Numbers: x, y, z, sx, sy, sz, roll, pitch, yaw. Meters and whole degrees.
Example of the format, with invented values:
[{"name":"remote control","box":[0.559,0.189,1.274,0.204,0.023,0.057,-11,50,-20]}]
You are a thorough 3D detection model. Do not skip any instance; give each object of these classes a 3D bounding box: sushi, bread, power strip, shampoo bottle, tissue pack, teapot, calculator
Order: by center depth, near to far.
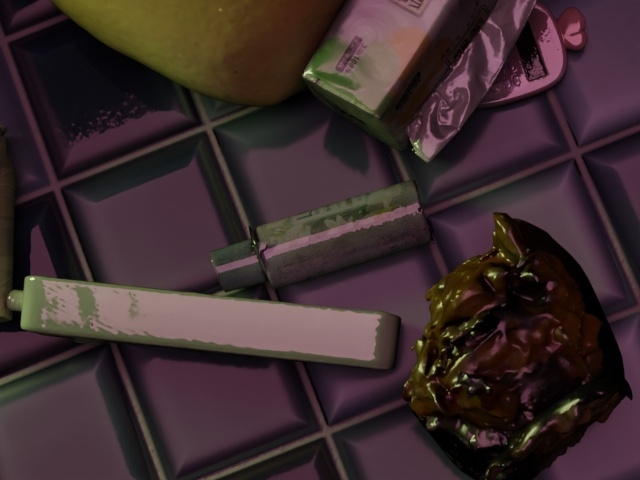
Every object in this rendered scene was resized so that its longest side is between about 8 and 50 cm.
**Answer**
[{"name":"sushi","box":[0.176,0.104,1.477,0.213,0.200,0.204,-39,76,-2]},{"name":"tissue pack","box":[0.110,-0.202,1.536,0.145,0.159,0.229,31,88,15]},{"name":"bread","box":[-0.116,-0.338,1.555,0.376,0.253,0.348,33,87,11]},{"name":"power strip","box":[-0.116,0.080,1.556,0.385,0.091,0.062,5,85,6]},{"name":"shampoo bottle","box":[0.000,0.000,1.575,0.214,0.072,0.072,-17,79,1]},{"name":"teapot","box":[-0.360,-0.018,1.606,0.107,0.077,0.200,-5,79,23]},{"name":"calculator","box":[0.189,-0.189,1.618,0.166,0.024,0.103,-18,78,3]}]
